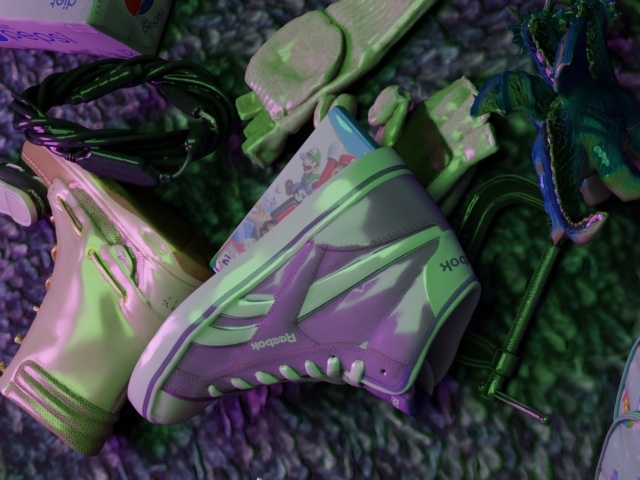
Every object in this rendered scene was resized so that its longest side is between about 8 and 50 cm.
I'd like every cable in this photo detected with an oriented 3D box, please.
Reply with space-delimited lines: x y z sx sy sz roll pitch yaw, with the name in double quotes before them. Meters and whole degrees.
"cable" -0.165 -0.110 1.305 0.184 0.047 0.150 13 43 15

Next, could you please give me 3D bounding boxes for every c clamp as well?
"c clamp" 0.134 0.035 1.106 0.137 0.022 0.161 16 86 46

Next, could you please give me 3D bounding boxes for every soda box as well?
"soda box" -0.265 -0.234 1.467 0.286 0.091 0.098 11 81 40

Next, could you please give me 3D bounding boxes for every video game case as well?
"video game case" 0.000 0.000 1.182 0.119 0.015 0.166 50 114 23

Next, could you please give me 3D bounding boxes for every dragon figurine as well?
"dragon figurine" 0.154 -0.083 1.013 0.085 0.289 0.144 -30 96 29

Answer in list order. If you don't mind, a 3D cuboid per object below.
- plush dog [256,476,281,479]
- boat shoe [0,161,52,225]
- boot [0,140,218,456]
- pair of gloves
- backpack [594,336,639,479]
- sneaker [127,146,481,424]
"plush dog" -0.031 0.268 1.075 0.262 0.211 0.225 -2 55 9
"boat shoe" -0.282 -0.050 1.450 0.125 0.038 0.046 25 132 46
"boot" -0.210 0.036 1.331 0.262 0.095 0.203 40 102 37
"pair of gloves" 0.026 -0.095 1.222 0.204 0.042 0.240 -39 54 22
"backpack" 0.236 0.133 0.890 0.144 0.166 0.188 -12 48 -13
"sneaker" -0.010 0.082 1.124 0.282 0.102 0.161 -42 75 25
